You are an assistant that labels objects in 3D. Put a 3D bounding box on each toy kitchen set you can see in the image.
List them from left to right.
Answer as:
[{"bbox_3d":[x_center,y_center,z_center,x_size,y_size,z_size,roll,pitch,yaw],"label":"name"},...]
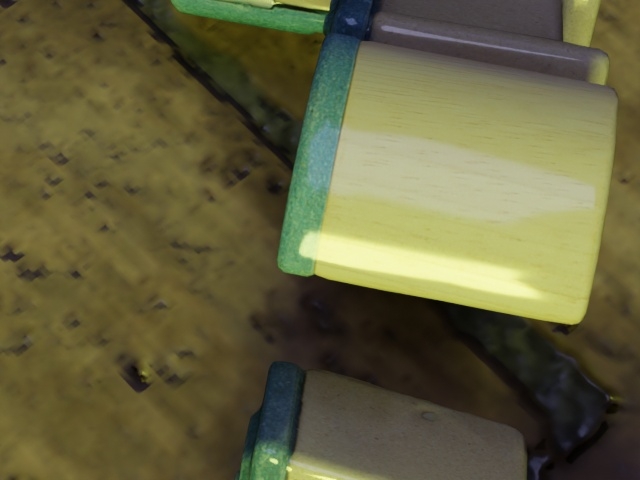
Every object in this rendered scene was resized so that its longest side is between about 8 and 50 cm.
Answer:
[{"bbox_3d":[0.000,0.000,0.461,0.122,0.166,0.207,11,27,2],"label":"toy kitchen set"}]
